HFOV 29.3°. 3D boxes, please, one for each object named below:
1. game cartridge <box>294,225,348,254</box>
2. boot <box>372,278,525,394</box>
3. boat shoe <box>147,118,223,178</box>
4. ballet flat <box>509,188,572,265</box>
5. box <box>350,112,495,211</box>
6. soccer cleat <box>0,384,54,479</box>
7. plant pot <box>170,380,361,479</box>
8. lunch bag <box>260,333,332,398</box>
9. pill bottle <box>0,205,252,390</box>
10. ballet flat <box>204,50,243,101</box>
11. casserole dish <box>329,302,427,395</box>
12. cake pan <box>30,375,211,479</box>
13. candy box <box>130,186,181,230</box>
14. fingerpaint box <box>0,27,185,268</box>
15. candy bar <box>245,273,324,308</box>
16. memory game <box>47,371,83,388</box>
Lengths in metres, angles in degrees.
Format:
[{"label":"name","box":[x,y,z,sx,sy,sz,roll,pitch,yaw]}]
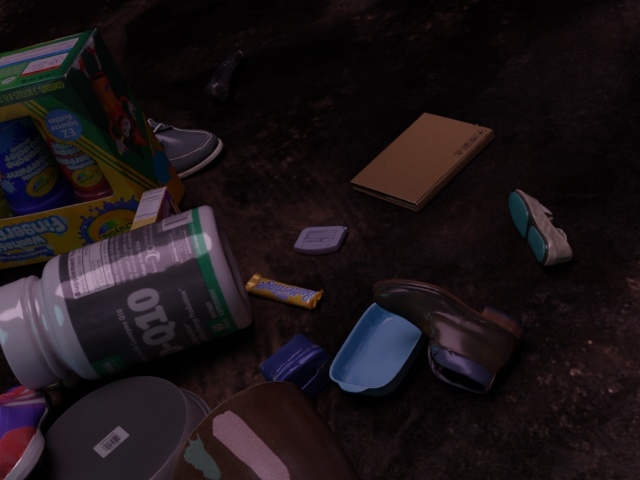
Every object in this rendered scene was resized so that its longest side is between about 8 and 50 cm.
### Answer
[{"label":"game cartridge","box":[0.000,0.000,2.010,0.083,0.017,0.056,-2,39,31]},{"label":"boot","box":[0.157,0.128,1.657,0.219,0.082,0.106,17,60,18]},{"label":"boat shoe","box":[-0.341,-0.181,2.386,0.319,0.099,0.116,-4,41,29]},{"label":"ballet flat","box":[0.326,-0.017,1.802,0.052,0.057,0.168,-2,38,-12]},{"label":"box","box":[0.171,-0.137,2.066,0.201,0.021,0.164,-44,38,-21]},{"label":"soccer cleat","box":[-0.475,0.270,1.827,0.108,0.116,0.318,-49,17,3]},{"label":"plant pot","box":[-0.031,0.325,1.482,0.215,0.215,0.230,-37,50,-14]},{"label":"lunch bag","box":[-0.033,0.190,1.745,0.098,0.067,0.065,-40,37,-16]},{"label":"pill bottle","box":[-0.305,0.095,1.897,0.361,0.204,0.204,-19,36,1]},{"label":"ballet flat","box":[-0.197,-0.344,2.560,0.057,0.049,0.173,-37,19,38]},{"label":"casserole dish","box":[0.091,0.154,1.738,0.114,0.037,0.188,5,47,37]},{"label":"cake pan","box":[-0.296,0.309,1.778,0.293,0.054,0.293,-17,37,13]},{"label":"candy box","box":[-0.279,0.008,2.099,0.053,0.109,0.186,-13,37,19]},{"label":"fingerpaint box","box":[-0.532,-0.147,2.232,0.445,0.371,0.163,-9,37,23]},{"label":"candy bar","box":[-0.058,0.082,1.942,0.161,0.018,0.040,12,51,43]},{"label":"memory game","box":[-0.398,0.177,2.046,0.186,0.012,0.186,-17,37,14]}]
